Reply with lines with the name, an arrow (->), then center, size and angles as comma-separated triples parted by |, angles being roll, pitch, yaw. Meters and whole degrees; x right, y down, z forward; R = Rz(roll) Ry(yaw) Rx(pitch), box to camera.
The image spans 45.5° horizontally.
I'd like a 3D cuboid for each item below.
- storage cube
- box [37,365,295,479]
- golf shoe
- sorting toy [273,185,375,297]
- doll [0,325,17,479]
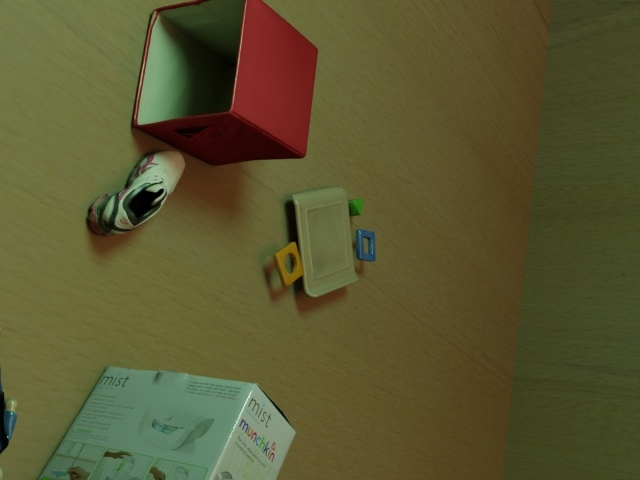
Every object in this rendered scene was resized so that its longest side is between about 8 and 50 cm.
storage cube -> -0.136, -0.230, 1.140 | 0.193, 0.183, 0.215 | 23, 69, -56
box -> -0.202, 0.289, 0.946 | 0.127, 0.262, 0.231 | 59, 42, -38
golf shoe -> -0.236, -0.068, 1.069 | 0.186, 0.086, 0.067 | -56, 132, -43
sorting toy -> 0.000, 0.000, 1.467 | 0.347, 0.047, 0.196 | -16, 97, -56
doll -> -0.389, 0.196, 0.857 | 0.129, 0.046, 0.189 | -26, 117, -64
